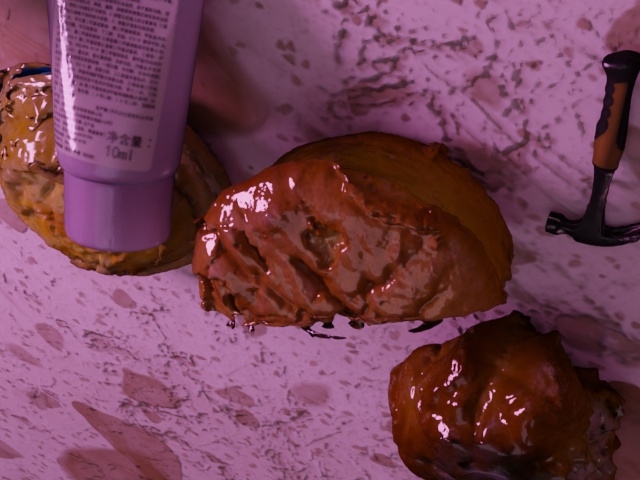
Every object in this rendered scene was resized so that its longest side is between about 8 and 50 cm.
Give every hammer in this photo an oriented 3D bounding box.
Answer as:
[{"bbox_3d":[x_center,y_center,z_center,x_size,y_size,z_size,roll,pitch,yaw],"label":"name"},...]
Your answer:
[{"bbox_3d":[0.220,-0.062,0.819,0.078,0.021,0.201,15,144,15],"label":"hammer"}]

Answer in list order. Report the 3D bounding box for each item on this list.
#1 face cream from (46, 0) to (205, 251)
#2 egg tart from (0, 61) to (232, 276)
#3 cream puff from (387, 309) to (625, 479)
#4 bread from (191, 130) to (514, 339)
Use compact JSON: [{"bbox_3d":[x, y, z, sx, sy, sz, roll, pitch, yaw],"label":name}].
[{"bbox_3d":[-0.162,-0.131,0.874,0.154,0.096,0.274,15,114,19],"label":"face cream"},{"bbox_3d":[-0.223,-0.051,1.041,0.290,0.107,0.291,16,142,13],"label":"egg tart"},{"bbox_3d":[0.178,0.181,1.035,0.241,0.155,0.269,27,146,1],"label":"cream puff"},{"bbox_3d":[0.022,-0.015,0.884,0.260,0.160,0.147,-1,116,27],"label":"bread"}]
